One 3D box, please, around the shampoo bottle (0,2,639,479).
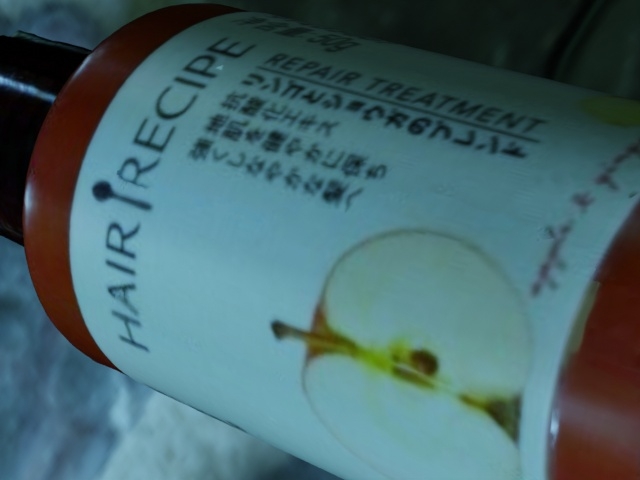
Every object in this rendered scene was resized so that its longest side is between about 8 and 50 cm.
[{"bbox_3d":[0.000,0.000,0.434,0.278,0.104,0.104,19,90,41],"label":"shampoo bottle"}]
